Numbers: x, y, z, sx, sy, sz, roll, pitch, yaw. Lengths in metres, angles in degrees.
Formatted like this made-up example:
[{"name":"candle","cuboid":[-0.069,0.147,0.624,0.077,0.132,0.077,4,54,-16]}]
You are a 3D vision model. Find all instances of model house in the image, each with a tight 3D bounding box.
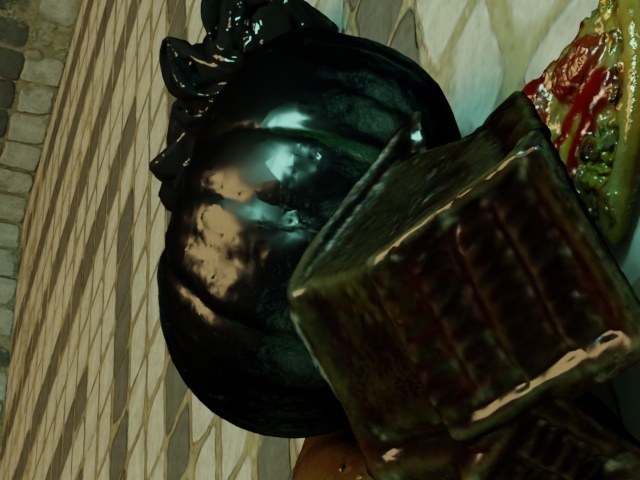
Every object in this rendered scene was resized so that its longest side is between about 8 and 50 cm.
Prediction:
[{"name":"model house","cuboid":[0.072,0.030,0.513,0.165,0.106,0.152,59,151,-5]}]

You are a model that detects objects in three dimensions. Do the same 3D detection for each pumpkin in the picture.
[{"name":"pumpkin","cuboid":[0.000,0.000,0.676,0.202,0.140,0.202,15,-90,-87]}]

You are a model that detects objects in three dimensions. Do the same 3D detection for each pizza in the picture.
[{"name":"pizza","cuboid":[0.104,-0.043,0.550,0.100,0.029,0.099,120,154,-50]}]

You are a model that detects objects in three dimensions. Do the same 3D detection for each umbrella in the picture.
[{"name":"umbrella","cuboid":[-0.080,-0.090,1.077,0.340,0.118,0.118,133,144,-68]}]

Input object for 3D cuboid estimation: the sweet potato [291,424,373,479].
[{"name":"sweet potato","cuboid":[0.026,0.128,0.655,0.067,0.059,0.281,-68,19,8]}]
